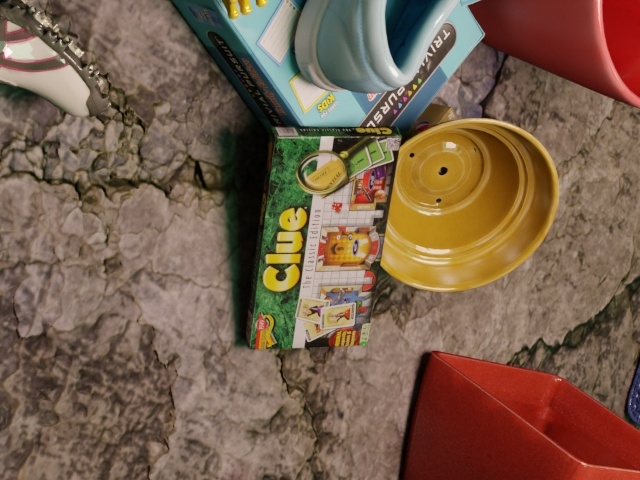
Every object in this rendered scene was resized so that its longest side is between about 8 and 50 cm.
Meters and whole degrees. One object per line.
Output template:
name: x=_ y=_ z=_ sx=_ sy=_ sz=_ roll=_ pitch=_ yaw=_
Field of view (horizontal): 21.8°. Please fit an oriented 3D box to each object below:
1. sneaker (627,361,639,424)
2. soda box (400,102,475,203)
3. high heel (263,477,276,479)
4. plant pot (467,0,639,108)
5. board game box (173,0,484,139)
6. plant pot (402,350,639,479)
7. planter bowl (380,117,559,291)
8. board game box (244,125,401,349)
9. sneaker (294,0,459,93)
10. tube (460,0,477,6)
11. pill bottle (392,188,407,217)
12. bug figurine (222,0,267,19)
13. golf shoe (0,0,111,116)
sneaker: x=0.499 y=0.152 z=2.289 sx=0.090 sy=0.081 sz=0.232 roll=15 pitch=99 yaw=-47
soda box: x=0.148 y=-0.074 z=1.905 sx=0.058 sy=0.061 sz=0.181 roll=-48 pitch=129 yaw=-22
high heel: x=-0.035 y=0.379 z=1.871 sx=0.261 sy=0.093 sz=0.186 roll=32 pitch=92 yaw=-46
plant pot: x=0.304 y=-0.293 z=1.858 sx=0.275 sy=0.243 sz=0.274 roll=-14 pitch=111 yaw=-40
board game box: x=0.006 y=-0.247 z=1.711 sx=0.253 sy=0.079 sz=0.336 roll=-52 pitch=131 yaw=-19
plant pot: x=0.249 y=0.311 z=1.995 sx=0.267 sy=0.267 sz=0.235 roll=15 pitch=105 yaw=-44
planter bowl: x=0.143 y=-0.057 z=1.807 sx=0.217 sy=0.090 sz=0.217 roll=-6 pitch=124 yaw=-9
board game box: x=0.000 y=0.000 z=1.735 sx=0.136 sy=0.030 sz=0.259 roll=-1 pitch=121 yaw=-13
sneaker: x=0.112 y=-0.306 z=1.631 sx=0.135 sy=0.150 sz=0.365 roll=23 pitch=86 yaw=-45
tube: x=0.157 y=-0.359 z=1.774 sx=0.052 sy=0.080 sz=0.207 roll=3 pitch=68 yaw=-78
pill bottle: x=0.063 y=-0.021 z=1.855 sx=0.083 sy=0.043 sz=0.043 roll=-55 pitch=132 yaw=-16
bug figurine: x=-0.082 y=-0.358 z=1.525 sx=0.216 sy=0.072 sz=0.279 roll=-32 pitch=99 yaw=-23
golf shoe: x=-0.303 y=-0.178 z=1.451 sx=0.120 sy=0.105 sz=0.273 roll=-50 pitch=126 yaw=0
